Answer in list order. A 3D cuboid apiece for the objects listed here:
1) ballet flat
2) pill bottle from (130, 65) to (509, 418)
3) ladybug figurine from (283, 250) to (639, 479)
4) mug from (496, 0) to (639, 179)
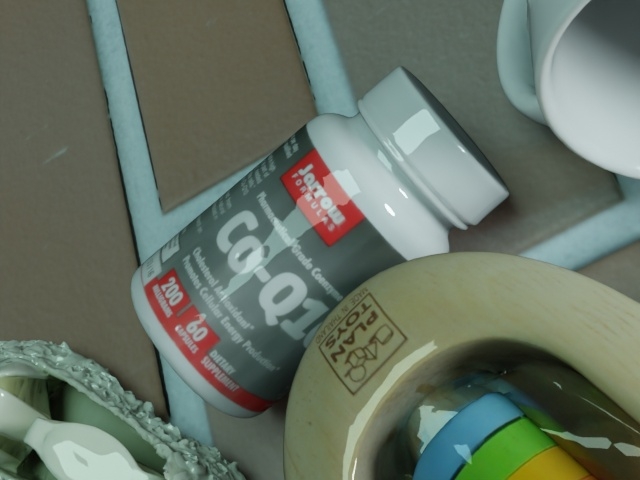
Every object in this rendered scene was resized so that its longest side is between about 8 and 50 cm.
[{"bbox_3d":[-0.226,0.169,1.095,0.409,0.147,0.147,17,79,37],"label":"ballet flat"},{"bbox_3d":[0.000,0.000,1.007,0.283,0.161,0.161,-40,54,12],"label":"pill bottle"},{"bbox_3d":[0.153,0.189,0.827,0.305,0.162,0.449,-47,53,7],"label":"ladybug figurine"},{"bbox_3d":[0.255,-0.227,0.909,0.374,0.276,0.328,-41,39,49],"label":"mug"}]
